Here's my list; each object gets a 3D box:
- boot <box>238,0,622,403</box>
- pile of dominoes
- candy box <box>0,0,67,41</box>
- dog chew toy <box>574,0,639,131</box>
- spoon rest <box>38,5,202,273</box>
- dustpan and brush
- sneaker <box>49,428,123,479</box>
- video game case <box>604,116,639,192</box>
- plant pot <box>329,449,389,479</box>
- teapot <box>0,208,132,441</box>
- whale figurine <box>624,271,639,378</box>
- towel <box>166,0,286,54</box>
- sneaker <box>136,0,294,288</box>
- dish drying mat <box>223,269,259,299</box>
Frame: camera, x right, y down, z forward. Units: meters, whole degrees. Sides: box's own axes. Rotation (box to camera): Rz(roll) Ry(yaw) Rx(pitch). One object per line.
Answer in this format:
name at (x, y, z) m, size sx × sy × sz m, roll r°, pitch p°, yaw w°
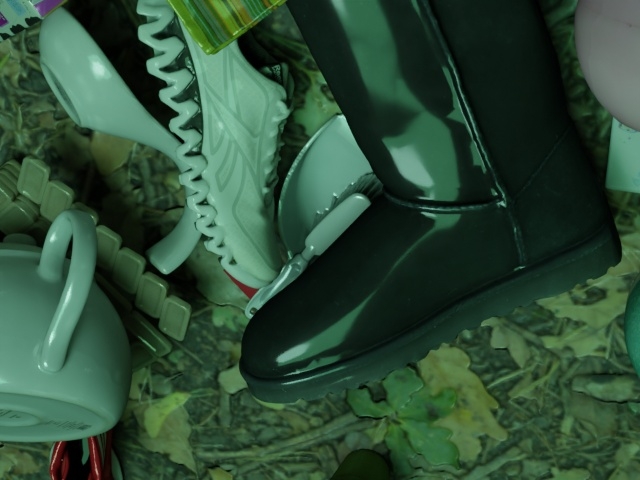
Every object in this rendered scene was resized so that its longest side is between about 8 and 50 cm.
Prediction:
boot at (0.023, -0.122, 1.250) m, size 0.367 × 0.146 × 0.445 m, roll -25°, pitch 114°, yaw -2°
pile of dominoes at (-0.237, 0.021, 1.501) m, size 0.251 × 0.040 × 0.196 m, roll 45°, pitch 141°, yaw -13°
candy box at (-0.218, -0.237, 1.225) m, size 0.071 × 0.159 × 0.233 m, roll 53°, pitch 161°, yaw -15°
dog chew toy at (0.312, -0.239, 1.115) m, size 0.207 × 0.206 × 0.331 m, roll 13°, pitch 109°, yaw 9°
spoon rest at (-0.179, -0.104, 1.391) m, size 0.084 × 0.137 × 0.276 m, roll -32°, pitch 120°, yaw -14°
dustpan and brush at (0.000, 0.000, 1.416) m, size 0.147 × 0.060 × 0.211 m, roll 41°, pitch 122°, yaw -8°
sneaker at (-0.263, 0.256, 1.591) m, size 0.087 × 0.128 × 0.221 m, roll 4°, pitch 122°, yaw 4°
video game case at (0.325, -0.107, 1.285) m, size 0.143 × 0.019 × 0.157 m, roll 8°, pitch 121°, yaw 12°
plant pot at (0.039, 0.258, 1.539) m, size 0.083 × 0.079 × 0.083 m, roll 7°, pitch 120°, yaw 12°
teapot at (-0.295, 0.081, 1.436) m, size 0.256 × 0.187 × 0.252 m, roll -3°, pitch 159°, yaw 14°
whale figurine at (0.391, 0.119, 1.320) m, size 0.216 × 0.141 × 0.272 m, roll -37°, pitch 104°, yaw 29°
towel at (-0.025, -0.250, 1.147) m, size 0.237 × 0.021 × 0.102 m, roll -35°, pitch 100°, yaw 15°
sneaker at (-0.074, -0.097, 1.347) m, size 0.118 × 0.110 × 0.292 m, roll -14°, pitch 103°, yaw 7°
dish drying mat at (-0.059, 0.051, 1.493) m, size 0.032 × 0.008 × 0.083 m, roll -37°, pitch 102°, yaw 29°
